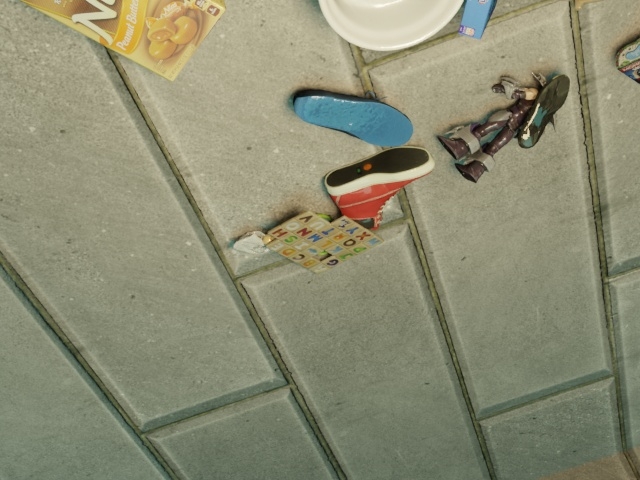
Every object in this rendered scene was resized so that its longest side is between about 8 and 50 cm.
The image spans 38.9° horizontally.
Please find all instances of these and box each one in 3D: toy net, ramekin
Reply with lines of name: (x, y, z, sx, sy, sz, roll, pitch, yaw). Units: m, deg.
toy net: (-0.087, -0.002, 2.093, 0.232, 0.045, 0.122, -5, 149, -5)
ramekin: (0.119, -0.495, 1.629, 0.277, 0.135, 0.277, -7, 132, -7)

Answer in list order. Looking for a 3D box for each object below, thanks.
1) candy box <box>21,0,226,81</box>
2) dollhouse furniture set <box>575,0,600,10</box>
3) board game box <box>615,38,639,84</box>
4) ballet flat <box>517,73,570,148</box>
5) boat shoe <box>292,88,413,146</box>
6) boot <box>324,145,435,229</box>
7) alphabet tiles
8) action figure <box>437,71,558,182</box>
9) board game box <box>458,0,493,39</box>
candy box: (-0.349, -0.437, 1.601, 0.316, 0.087, 0.183, 25, 122, -31)
dollhouse furniture set: (0.579, -0.556, 1.739, 0.356, 0.173, 0.303, -5, 166, 28)
board game box: (0.710, -0.401, 1.853, 0.194, 0.060, 0.194, -22, 156, 37)
ballet flat: (0.460, -0.271, 1.885, 0.057, 0.049, 0.173, 30, 98, -10)
boat shoe: (0.070, -0.269, 1.859, 0.258, 0.089, 0.109, 18, 112, -21)
boot: (0.151, -0.107, 2.024, 0.244, 0.088, 0.176, -16, 134, 12)
alphabet tiles: (0.000, 0.000, 2.065, 0.198, 0.009, 0.237, -27, 144, 28)
action figure: (0.402, -0.255, 1.942, 0.285, 0.099, 0.185, -35, 125, -1)
board game box: (0.312, -0.498, 1.655, 0.047, 0.160, 0.210, 18, 132, 10)
